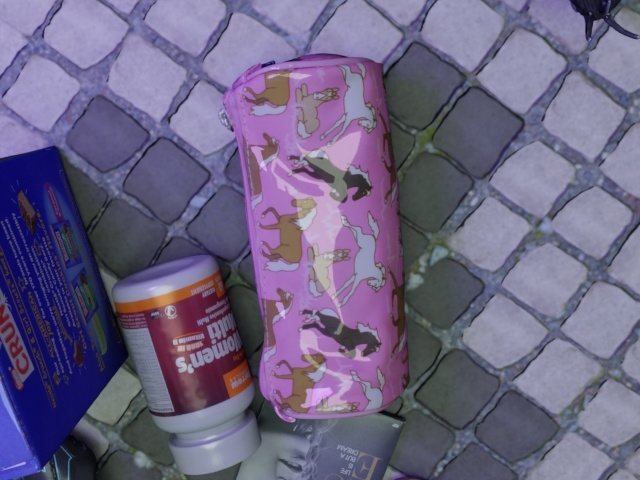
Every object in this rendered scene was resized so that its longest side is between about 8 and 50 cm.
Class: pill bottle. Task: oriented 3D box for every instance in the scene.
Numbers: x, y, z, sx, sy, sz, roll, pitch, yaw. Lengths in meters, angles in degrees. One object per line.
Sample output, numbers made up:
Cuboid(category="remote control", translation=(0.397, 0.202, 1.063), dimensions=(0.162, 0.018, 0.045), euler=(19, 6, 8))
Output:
Cuboid(category="pill bottle", translation=(-0.142, 0.136, 1.031), dimensions=(0.121, 0.121, 0.221), euler=(-15, 100, 4))

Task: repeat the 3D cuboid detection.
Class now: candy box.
Cuboid(category="candy box", translation=(-0.320, 0.058, 0.922), dimensions=(0.122, 0.317, 0.268), euler=(-16, 99, 5))

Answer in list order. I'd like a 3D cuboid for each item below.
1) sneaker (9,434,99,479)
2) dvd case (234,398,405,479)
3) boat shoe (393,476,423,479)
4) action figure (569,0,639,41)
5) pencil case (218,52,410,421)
Cuboid(category="sneaker", translation=(-0.327, 0.253, 1.086), dimensions=(0.106, 0.101, 0.267), euler=(-26, 92, -25))
Cuboid(category="dvd case", translation=(-0.014, 0.285, 1.107), dimensions=(0.165, 0.018, 0.221), euler=(20, 101, -2))
Cuboid(category="boat shoe", translation=(0.199, 0.384, 1.077), dimensions=(0.302, 0.098, 0.109), euler=(32, 100, -6))
Cuboid(category="action figure", translation=(0.261, -0.319, 0.929), dimensions=(0.164, 0.141, 0.275), euler=(-5, 85, 0))
Cuboid(category="pencil case", translation=(0.000, 0.000, 0.984), dimensions=(0.167, 0.160, 0.386), euler=(-2, 102, 27))
